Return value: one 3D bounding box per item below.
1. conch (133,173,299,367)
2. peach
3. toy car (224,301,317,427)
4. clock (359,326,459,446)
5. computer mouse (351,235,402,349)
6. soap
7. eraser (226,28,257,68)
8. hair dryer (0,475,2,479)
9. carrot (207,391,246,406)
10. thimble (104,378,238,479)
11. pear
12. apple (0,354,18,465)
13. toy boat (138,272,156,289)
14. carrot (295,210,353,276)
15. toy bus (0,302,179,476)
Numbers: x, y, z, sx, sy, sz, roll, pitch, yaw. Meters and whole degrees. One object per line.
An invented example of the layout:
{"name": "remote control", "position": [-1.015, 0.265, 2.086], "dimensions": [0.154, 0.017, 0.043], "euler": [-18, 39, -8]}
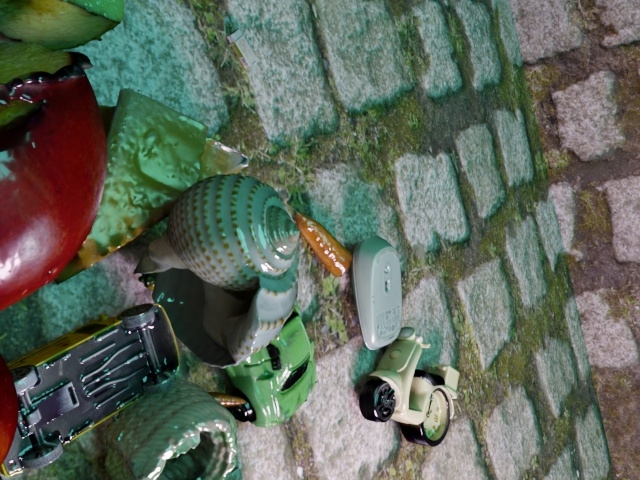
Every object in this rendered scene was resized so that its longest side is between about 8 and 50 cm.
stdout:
{"name": "conch", "position": [-0.150, 0.045, 1.144], "dimensions": [0.215, 0.319, 0.303], "euler": [-17, 93, -38]}
{"name": "peach", "position": [-0.467, -0.113, 0.916], "dimensions": [0.353, 0.338, 0.417], "euler": [85, 13, -68]}
{"name": "toy car", "position": [-0.109, 0.201, 1.397], "dimensions": [0.213, 0.176, 0.359], "euler": [-34, 110, -47]}
{"name": "clock", "position": [0.246, 0.397, 1.846], "dimensions": [0.379, 0.120, 0.277], "euler": [43, 56, -43]}
{"name": "computer mouse", "position": [0.136, 0.133, 1.769], "dimensions": [0.159, 0.097, 0.289], "euler": [-15, 106, -52]}
{"name": "soap", "position": [-0.292, -0.050, 1.231], "dimensions": [0.304, 0.169, 0.339], "euler": [25, 65, -34]}
{"name": "eraser", "position": [-0.178, -0.435, 1.551], "dimensions": [0.083, 0.019, 0.038], "euler": [59, 46, -25]}
{"name": "hair dryer", "position": [-0.494, 0.403, 1.021], "dimensions": [0.079, 0.031, 0.083], "euler": [-58, 140, -49]}
{"name": "carrot", "position": [-0.237, 0.297, 1.292], "dimensions": [0.216, 0.048, 0.048], "euler": [16, 71, -31]}
{"name": "thimble", "position": [-0.253, 0.354, 1.171], "dimensions": [0.219, 0.150, 0.219], "euler": [-21, 122, -37]}
{"name": "pear", "position": [-0.475, -0.463, 1.095], "dimensions": [0.292, 0.159, 0.293], "euler": [16, 70, -51]}
{"name": "apple", "position": [-0.514, 0.207, 0.784], "dimensions": [0.288, 0.316, 0.288], "euler": [7, 79, -40]}
{"name": "toy boat", "position": [-0.253, 0.032, 1.315], "dimensions": [0.229, 0.088, 0.088], "euler": [-44, 138, -38]}
{"name": "carrot", "position": [0.000, 0.000, 1.651], "dimensions": [0.205, 0.072, 0.072], "euler": [48, 50, -31]}
{"name": "toy bus", "position": [-0.386, 0.218, 1.082], "dimensions": [0.330, 0.152, 0.144], "euler": [-29, 111, -47]}
